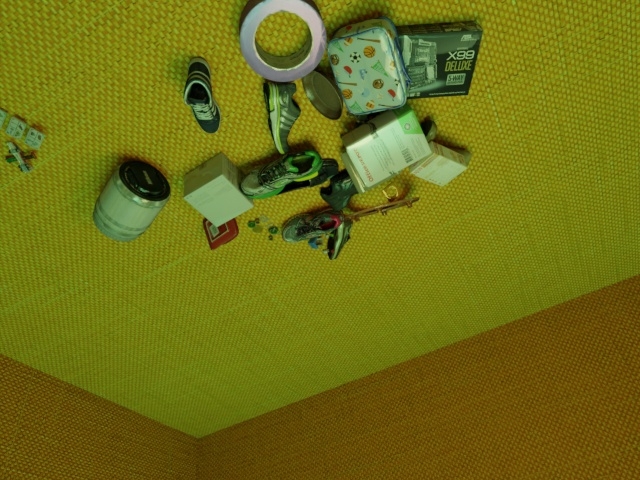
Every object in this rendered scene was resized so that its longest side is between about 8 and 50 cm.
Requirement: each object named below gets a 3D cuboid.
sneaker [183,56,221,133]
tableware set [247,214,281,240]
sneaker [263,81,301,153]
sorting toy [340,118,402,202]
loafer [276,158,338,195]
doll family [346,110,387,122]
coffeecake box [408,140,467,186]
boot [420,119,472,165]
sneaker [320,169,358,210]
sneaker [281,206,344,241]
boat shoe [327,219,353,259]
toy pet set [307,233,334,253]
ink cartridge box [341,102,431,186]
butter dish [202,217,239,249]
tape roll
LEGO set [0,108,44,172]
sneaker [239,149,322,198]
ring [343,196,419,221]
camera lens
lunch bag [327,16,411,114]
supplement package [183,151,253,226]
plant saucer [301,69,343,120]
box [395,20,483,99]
[{"bbox_3d":[-0.403,-0.458,1.660,0.099,0.153,0.282,-6,137,-4],"label":"sneaker"},{"bbox_3d":[-0.257,-0.051,2.223,0.103,0.024,0.154,-26,136,17],"label":"tableware set"},{"bbox_3d":[-0.128,-0.442,1.772,0.121,0.111,0.300,-13,142,-8],"label":"sneaker"},{"bbox_3d":[0.202,-0.307,1.938,0.195,0.047,0.348,-27,105,5],"label":"sorting toy"},{"bbox_3d":[-0.066,-0.248,1.995,0.302,0.095,0.109,-13,138,3],"label":"loafer"},{"bbox_3d":[0.193,-0.492,1.807,0.192,0.076,0.111,3,132,-22],"label":"doll family"},{"bbox_3d":[0.468,-0.304,1.945,0.185,0.068,0.142,15,145,-30],"label":"coffeecake box"},{"bbox_3d":[0.500,-0.375,1.984,0.269,0.089,0.236,9,147,-18],"label":"boot"},{"bbox_3d":[0.113,-0.245,2.035,0.130,0.109,0.286,33,119,-25],"label":"sneaker"},{"bbox_3d":[-0.042,-0.068,2.153,0.299,0.112,0.121,-22,105,16],"label":"sneaker"},{"bbox_3d":[0.100,-0.005,2.293,0.095,0.095,0.258,-3,137,-17],"label":"boat shoe"},{"bbox_3d":[0.000,0.000,2.269,0.065,0.122,0.114,-9,-173,-42],"label":"toy pet set"},{"bbox_3d":[0.243,-0.355,1.804,0.272,0.115,0.198,-27,124,10],"label":"ink cartridge box"},{"bbox_3d":[-0.415,-0.050,2.123,0.159,0.160,0.118,-32,157,21],"label":"butter dish"},{"bbox_3d":[-0.121,-0.655,1.553,0.274,0.090,0.275,-5,138,-5],"label":"tape roll"},{"bbox_3d":[-1.105,-0.349,1.737,0.182,0.060,0.244,31,123,-21],"label":"LEGO set"},{"bbox_3d":[-0.157,-0.271,1.872,0.343,0.134,0.146,-25,173,-3],"label":"sneaker"},{"bbox_3d":[0.263,-0.127,2.086,0.336,0.032,0.336,-15,178,0],"label":"ring"},{"bbox_3d":[-0.728,-0.154,1.874,0.219,0.220,0.274,25,127,-32],"label":"camera lens"},{"bbox_3d":[0.171,-0.571,1.619,0.243,0.115,0.304,-6,133,25],"label":"lunch bag"},{"bbox_3d":[-0.404,-0.200,1.939,0.194,0.149,0.203,-26,135,17],"label":"supplement package"},{"bbox_3d":[0.016,-0.512,1.690,0.036,0.198,0.199,-42,140,-18],"label":"plant saucer"},{"bbox_3d":[0.385,-0.623,1.695,0.307,0.077,0.243,-5,138,-5],"label":"box"}]
